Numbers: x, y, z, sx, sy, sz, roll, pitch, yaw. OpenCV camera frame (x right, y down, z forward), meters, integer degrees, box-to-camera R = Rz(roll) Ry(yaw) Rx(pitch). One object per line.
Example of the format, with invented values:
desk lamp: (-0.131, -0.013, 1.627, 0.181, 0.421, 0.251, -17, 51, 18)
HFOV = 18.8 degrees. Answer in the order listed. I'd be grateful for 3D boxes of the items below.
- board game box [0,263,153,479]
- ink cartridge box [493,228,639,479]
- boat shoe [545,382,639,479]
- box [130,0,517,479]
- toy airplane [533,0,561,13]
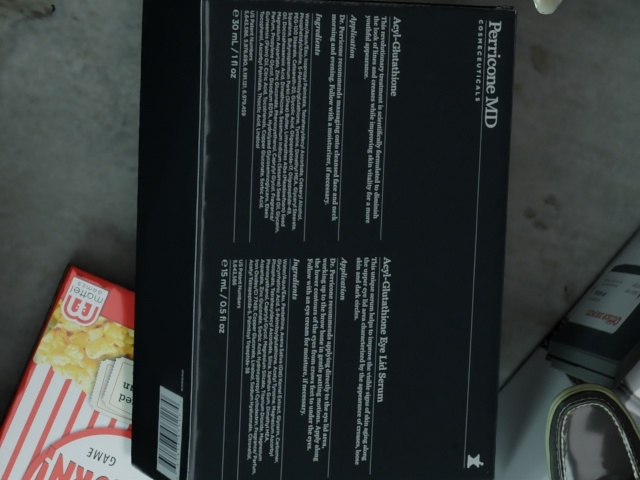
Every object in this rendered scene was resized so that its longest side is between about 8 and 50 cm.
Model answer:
board game box: (-0.115, 0.130, 1.108, 0.147, 0.045, 0.193, 23, 87, -10)
ink cartridge box: (0.272, 0.132, 1.105, 0.285, 0.166, 0.395, 38, 97, -11)
boat shoe: (0.153, 0.149, 0.988, 0.056, 0.049, 0.152, -16, 100, 1)
box: (0.000, 0.000, 1.044, 0.184, 0.103, 0.261, 0, 97, -23)
toy airplane: (0.055, -0.306, 0.933, 0.384, 0.272, 0.386, 14, 118, 23)
